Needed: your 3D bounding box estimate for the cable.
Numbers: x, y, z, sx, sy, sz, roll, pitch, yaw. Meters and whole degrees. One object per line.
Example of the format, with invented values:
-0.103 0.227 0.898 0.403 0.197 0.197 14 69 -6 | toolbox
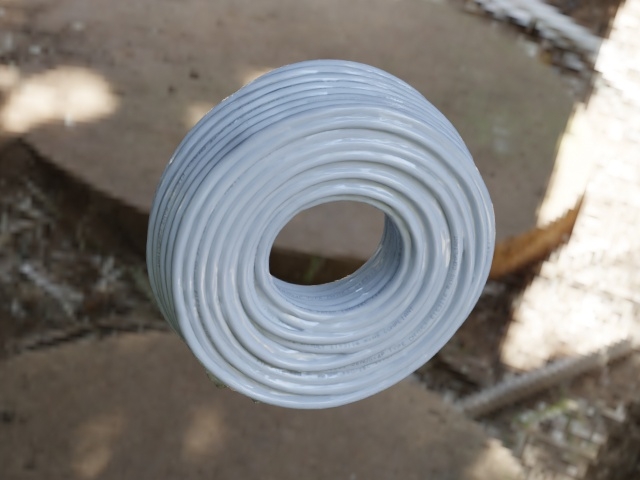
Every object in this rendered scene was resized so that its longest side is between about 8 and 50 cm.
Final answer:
0.000 0.000 1.321 0.257 0.257 0.089 -28 32 0 | cable
